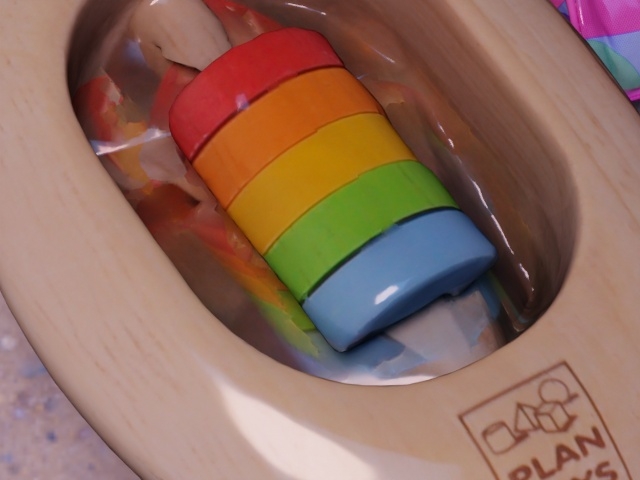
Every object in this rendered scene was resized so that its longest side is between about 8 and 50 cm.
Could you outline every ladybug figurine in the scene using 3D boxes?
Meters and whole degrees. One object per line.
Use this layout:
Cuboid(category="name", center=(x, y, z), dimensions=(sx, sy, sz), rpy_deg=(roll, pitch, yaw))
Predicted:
Cuboid(category="ladybug figurine", center=(0.000, 0.000, 0.922), dimensions=(0.305, 0.162, 0.449), rpy_deg=(-25, 66, -20))

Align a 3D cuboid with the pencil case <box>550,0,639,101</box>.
Cuboid(category="pencil case", center=(0.230, -0.128, 1.019), dimensions=(0.236, 0.104, 0.104), rpy_deg=(-8, 76, -2))
